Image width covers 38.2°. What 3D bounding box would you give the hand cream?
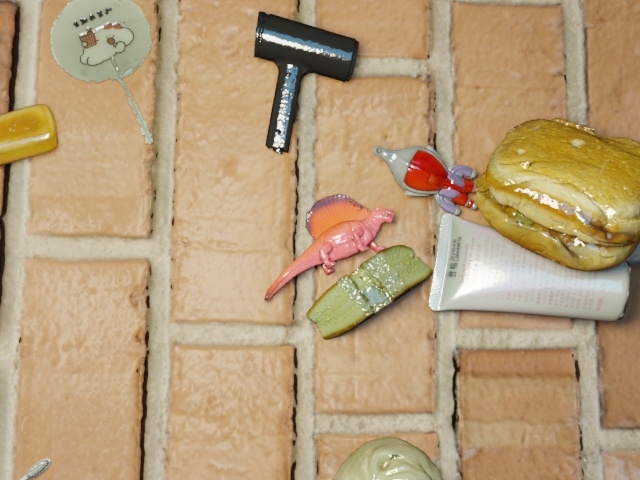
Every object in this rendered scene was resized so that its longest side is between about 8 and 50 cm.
[{"bbox_3d":[0.388,0.067,1.706,0.359,0.118,0.185,9,81,4],"label":"hand cream"}]

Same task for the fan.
[{"bbox_3d":[-0.386,-0.324,1.740,0.191,0.009,0.329,-26,81,-10],"label":"fan"}]

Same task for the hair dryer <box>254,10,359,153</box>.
[{"bbox_3d":[-0.050,-0.285,1.739,0.197,0.089,0.251,14,89,-5],"label":"hair dryer"}]

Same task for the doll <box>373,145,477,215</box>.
[{"bbox_3d":[0.200,-0.123,1.727,0.227,0.075,0.102,22,89,-11],"label":"doll"}]

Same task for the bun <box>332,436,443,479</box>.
[{"bbox_3d":[0.119,0.452,1.588,0.231,0.133,0.231,-1,70,3],"label":"bun"}]

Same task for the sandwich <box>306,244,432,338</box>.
[{"bbox_3d":[0.090,0.087,1.677,0.244,0.088,0.090,-33,81,-9],"label":"sandwich"}]

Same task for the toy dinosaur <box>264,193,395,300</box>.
[{"bbox_3d":[0.000,-0.008,1.705,0.286,0.070,0.139,-25,74,-5],"label":"toy dinosaur"}]

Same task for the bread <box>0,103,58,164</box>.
[{"bbox_3d":[-0.594,-0.176,1.667,0.239,0.074,0.092,-16,76,-7],"label":"bread"}]

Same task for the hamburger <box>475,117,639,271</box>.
[{"bbox_3d":[0.450,-0.090,1.655,0.304,0.174,0.284,29,51,18],"label":"hamburger"}]

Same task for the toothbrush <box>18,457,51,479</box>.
[{"bbox_3d":[-0.588,0.467,1.590,0.286,0.025,0.020,-36,85,-9],"label":"toothbrush"}]
